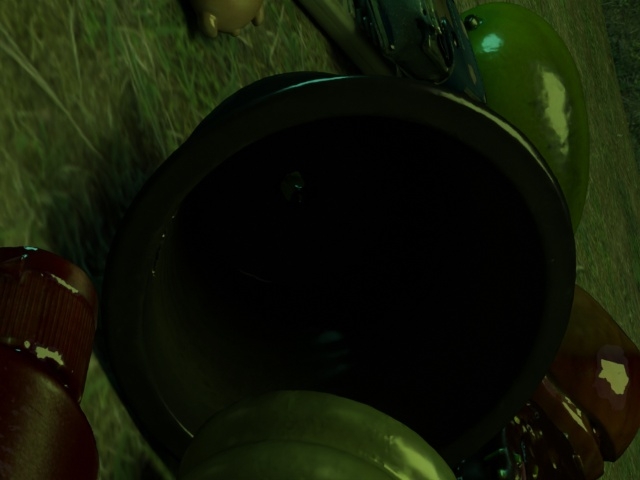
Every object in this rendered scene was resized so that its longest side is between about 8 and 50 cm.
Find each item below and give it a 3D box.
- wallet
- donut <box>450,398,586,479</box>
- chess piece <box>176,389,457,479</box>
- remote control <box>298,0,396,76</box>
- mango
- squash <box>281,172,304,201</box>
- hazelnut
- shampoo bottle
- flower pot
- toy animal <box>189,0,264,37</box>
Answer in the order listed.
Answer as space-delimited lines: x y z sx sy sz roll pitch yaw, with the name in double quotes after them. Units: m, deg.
0.086 -0.191 1.248 0.202 0.059 0.141 35 36 -69 "wallet"
0.150 0.231 1.042 0.235 0.089 0.235 55 25 -40 "donut"
-0.032 0.191 0.591 0.144 0.144 0.251 65 27 -23 "chess piece"
0.019 -0.202 1.197 0.190 0.029 0.087 41 38 -59 "remote control"
0.192 -0.101 1.408 0.185 0.149 0.272 96 -17 -86 "mango"
0.036 -0.003 1.021 0.258 0.069 0.069 45 34 -53 "squash"
0.184 0.123 1.212 0.182 0.182 0.182 -16 90 -71 "hazelnut"
-0.122 0.114 0.484 0.102 0.064 0.260 53 28 -39 "shampoo bottle"
0.000 0.000 0.747 0.235 0.235 0.148 62 3 -30 "flower pot"
-0.056 -0.185 0.891 0.091 0.082 0.114 -56 128 -65 "toy animal"
